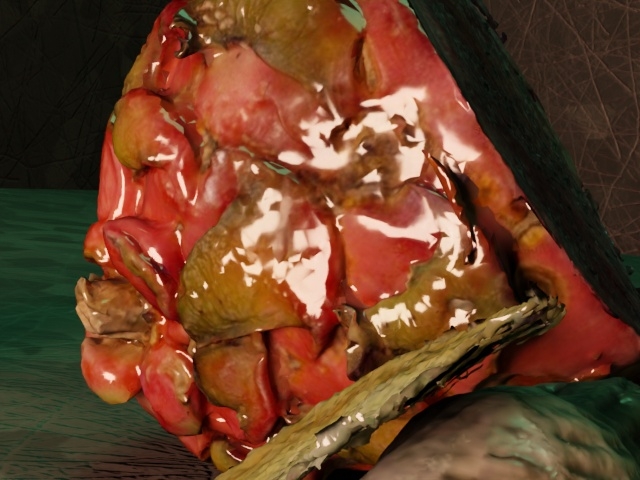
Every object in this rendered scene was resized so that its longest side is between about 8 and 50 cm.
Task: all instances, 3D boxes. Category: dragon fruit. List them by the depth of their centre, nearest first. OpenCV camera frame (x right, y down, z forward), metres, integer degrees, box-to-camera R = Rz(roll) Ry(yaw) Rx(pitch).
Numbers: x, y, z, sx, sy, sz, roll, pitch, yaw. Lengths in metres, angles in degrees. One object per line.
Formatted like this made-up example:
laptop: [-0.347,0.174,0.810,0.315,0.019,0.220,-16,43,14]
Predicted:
dragon fruit: [0.000,0.000,0.883,0.263,0.314,0.296,-33,-24,15]

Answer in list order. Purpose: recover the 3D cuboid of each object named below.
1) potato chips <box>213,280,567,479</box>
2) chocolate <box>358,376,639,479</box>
potato chips: [-0.021,0.084,0.537,0.220,0.029,0.202,-33,1,-32]
chocolate: [0.081,0.104,0.617,0.110,0.110,0.248,7,5,21]
